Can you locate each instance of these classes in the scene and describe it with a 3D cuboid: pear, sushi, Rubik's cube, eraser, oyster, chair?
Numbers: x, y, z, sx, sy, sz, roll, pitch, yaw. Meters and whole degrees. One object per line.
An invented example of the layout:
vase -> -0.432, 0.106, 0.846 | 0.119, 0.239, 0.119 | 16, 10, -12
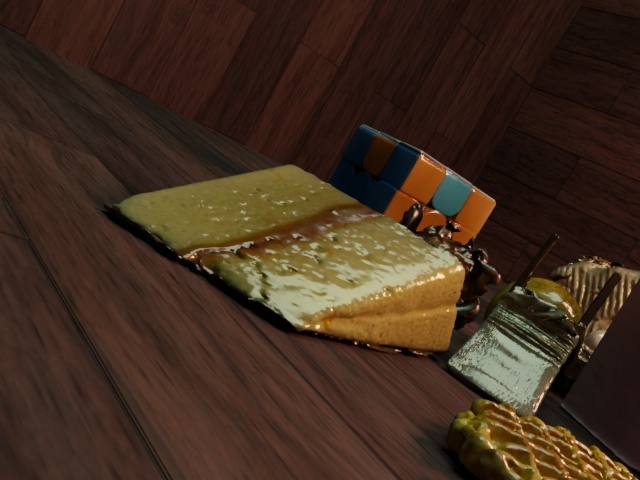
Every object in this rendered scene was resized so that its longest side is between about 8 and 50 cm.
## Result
pear -> 0.415, 0.170, 1.412 | 0.197, 0.197, 0.197 | 29, 8, -4
sushi -> 0.188, 0.061, 1.250 | 0.204, 0.200, 0.213 | 34, 7, 7
Rubik's cube -> 0.196, -0.076, 1.799 | 0.291, 0.291, 0.290 | 25, 8, -33
eraser -> 0.600, 0.208, 1.194 | 0.122, 0.359, 0.272 | 25, 8, -23
oyster -> 0.527, 0.266, 1.440 | 0.252, 0.087, 0.199 | 51, -27, 26
chair -> 0.345, 0.164, 1.197 | 0.160, 0.319, 0.186 | 35, -24, 17

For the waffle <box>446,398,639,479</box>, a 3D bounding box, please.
waffle -> 0.261, 0.259, 0.745 | 0.309, 0.065, 0.283 | 19, 11, -40

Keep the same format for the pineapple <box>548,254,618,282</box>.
pineapple -> 0.747, 0.215, 1.970 | 0.352, 0.300, 0.352 | 35, 5, -4

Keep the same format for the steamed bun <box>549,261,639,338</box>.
steamed bun -> 0.710, 0.212, 1.668 | 0.237, 0.346, 0.394 | 30, 24, -45

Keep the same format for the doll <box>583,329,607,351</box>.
doll -> 0.597, 0.275, 1.495 | 0.107, 0.110, 0.180 | 16, 39, -40

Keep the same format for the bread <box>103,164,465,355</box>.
bread -> -0.042, 0.066, 1.027 | 0.405, 0.242, 0.346 | -25, 51, -39
